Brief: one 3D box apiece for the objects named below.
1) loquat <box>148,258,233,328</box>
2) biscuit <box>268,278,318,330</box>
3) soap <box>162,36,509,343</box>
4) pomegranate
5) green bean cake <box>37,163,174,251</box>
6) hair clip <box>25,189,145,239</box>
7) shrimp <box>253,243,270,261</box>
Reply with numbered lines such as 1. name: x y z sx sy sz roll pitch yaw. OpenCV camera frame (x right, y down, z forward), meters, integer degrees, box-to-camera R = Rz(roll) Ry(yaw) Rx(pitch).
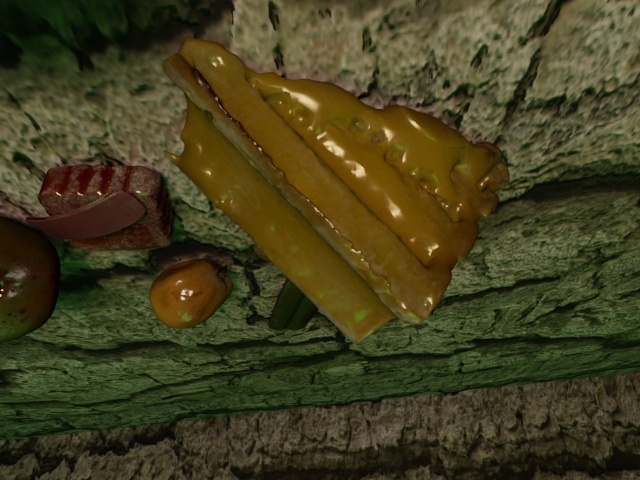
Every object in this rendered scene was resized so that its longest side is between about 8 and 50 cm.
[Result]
1. loquat: -0.215 0.085 0.718 0.137 0.112 0.137 -27 171 -5
2. biscuit: -0.039 0.124 0.865 0.100 0.038 0.322 0 152 -17
3. soap: 0.035 -0.107 0.507 0.338 0.304 0.169 46 141 -4
4. pomegranate: -0.459 0.050 0.583 0.210 0.179 0.180 7 163 43
5. green bean cake: -0.264 -0.040 0.550 0.135 0.056 0.135 0 148 -7
6. hair clip: -0.274 -0.025 0.499 0.138 0.022 0.054 -13 151 11
7. shrimp: 0.000 0.000 0.668 0.224 0.047 0.126 -15 156 28
